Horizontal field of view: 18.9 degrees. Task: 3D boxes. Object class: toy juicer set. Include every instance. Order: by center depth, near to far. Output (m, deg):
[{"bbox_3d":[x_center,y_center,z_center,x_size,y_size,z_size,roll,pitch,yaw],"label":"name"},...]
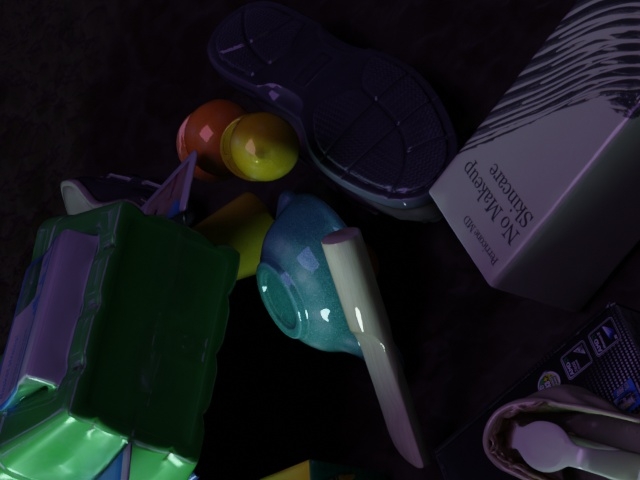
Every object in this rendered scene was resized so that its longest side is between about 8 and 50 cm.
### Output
[{"bbox_3d":[0.000,0.000,1.458,0.329,0.089,0.209,41,148,46],"label":"toy juicer set"}]

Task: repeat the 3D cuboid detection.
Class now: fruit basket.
[{"bbox_3d":[-0.213,0.126,1.516,0.353,0.165,0.327,-29,41,47],"label":"fruit basket"}]

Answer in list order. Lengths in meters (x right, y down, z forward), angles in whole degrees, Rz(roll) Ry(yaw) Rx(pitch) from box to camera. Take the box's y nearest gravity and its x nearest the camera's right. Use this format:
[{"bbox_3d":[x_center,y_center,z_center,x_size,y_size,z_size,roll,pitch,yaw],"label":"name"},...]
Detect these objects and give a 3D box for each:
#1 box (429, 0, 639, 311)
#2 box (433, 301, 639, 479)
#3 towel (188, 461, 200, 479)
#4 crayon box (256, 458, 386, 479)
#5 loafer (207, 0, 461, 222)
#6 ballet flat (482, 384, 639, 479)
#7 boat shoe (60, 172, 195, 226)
[{"bbox_3d":[0.202,-0.090,1.295,0.275,0.094,0.113,-53,44,22],"label":"box"},{"bbox_3d":[0.175,0.169,1.279,0.184,0.045,0.190,-42,49,28],"label":"box"},{"bbox_3d":[-0.184,0.157,1.638,0.209,0.034,0.285,-45,31,21],"label":"towel"},{"bbox_3d":[-0.063,0.286,1.489,0.278,0.081,0.165,-26,59,42],"label":"crayon box"},{"bbox_3d":[0.024,-0.094,1.529,0.109,0.095,0.302,-41,46,-8],"label":"loafer"},{"bbox_3d":[0.197,0.145,1.169,0.248,0.086,0.086,15,90,48],"label":"ballet flat"},{"bbox_3d":[-0.177,-0.026,1.756,0.206,0.065,0.075,14,124,61],"label":"boat shoe"}]
